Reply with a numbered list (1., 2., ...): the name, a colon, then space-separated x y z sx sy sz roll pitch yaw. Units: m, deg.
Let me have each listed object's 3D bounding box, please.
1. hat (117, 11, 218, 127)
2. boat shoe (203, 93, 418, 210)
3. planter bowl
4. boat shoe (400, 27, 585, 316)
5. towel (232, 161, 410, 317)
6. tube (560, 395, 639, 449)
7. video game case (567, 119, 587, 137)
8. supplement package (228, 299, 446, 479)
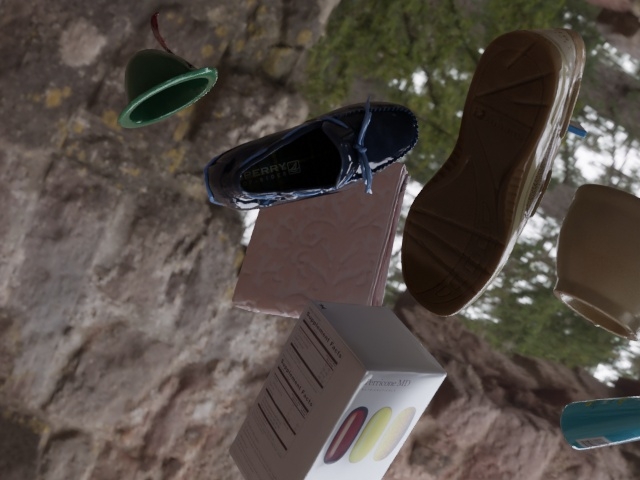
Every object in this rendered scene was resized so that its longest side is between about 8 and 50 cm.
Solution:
1. hat: -0.276 -0.293 1.377 0.173 0.184 0.208 -27 178 -20
2. boat shoe: 0.007 -0.081 0.947 0.258 0.109 0.089 -27 -165 -23
3. planter bowl: 0.303 0.032 0.887 0.109 0.162 0.162 -57 -157 -5
4. boat shoe: 0.190 -0.062 0.944 0.121 0.110 0.341 40 -52 25
5. towel: 0.000 0.000 1.686 0.331 0.053 0.317 5 -106 39
6. tube: 0.336 0.178 0.892 0.207 0.080 0.052 -27 -108 54
7. video game case: 0.444 -0.251 1.761 0.119 0.166 0.015 -62 175 -73
8. supplement package: 0.015 0.210 1.071 0.134 0.139 0.244 49 -60 43
